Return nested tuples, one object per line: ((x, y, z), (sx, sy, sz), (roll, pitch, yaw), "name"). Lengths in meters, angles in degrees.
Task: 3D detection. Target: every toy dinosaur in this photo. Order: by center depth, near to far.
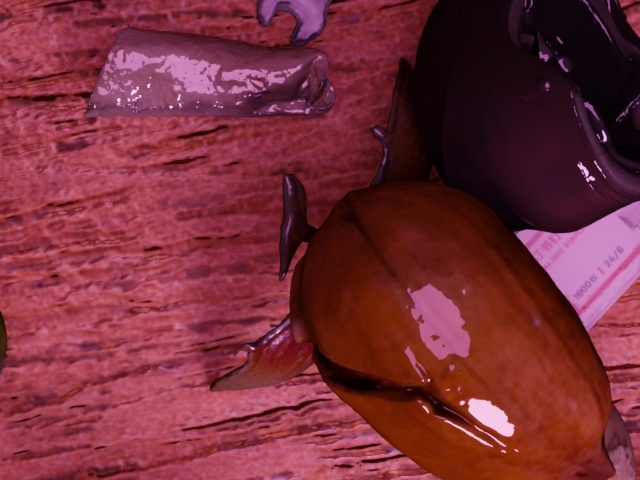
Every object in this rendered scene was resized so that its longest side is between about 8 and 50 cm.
((0.003, 0.007, 1.485), (0.206, 0.113, 0.327), (-9, 123, -39), "toy dinosaur")

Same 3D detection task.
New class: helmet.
((0.179, -0.134, 1.430), (0.177, 0.305, 0.225), (-35, 135, 31), "helmet")

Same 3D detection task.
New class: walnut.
((0.121, 0.096, 1.354), (0.336, 0.209, 0.209), (43, 92, -8), "walnut")

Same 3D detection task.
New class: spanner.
((0.058, -0.298, 1.497), (0.071, 0.017, 0.302), (43, 93, -7), "spanner")

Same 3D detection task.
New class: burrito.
((-0.098, -0.149, 1.480), (0.226, 0.060, 0.087), (3, 97, -4), "burrito")

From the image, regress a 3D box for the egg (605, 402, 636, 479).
((0.208, 0.216, 1.493), (0.164, 0.164, 0.201), (3, 98, -4), "egg")

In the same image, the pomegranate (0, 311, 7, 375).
((-0.378, 0.096, 1.457), (0.191, 0.131, 0.152), (15, 98, 2), "pomegranate")

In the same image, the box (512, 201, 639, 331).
((0.266, -0.022, 1.525), (0.123, 0.050, 0.229), (43, 92, -7), "box")
